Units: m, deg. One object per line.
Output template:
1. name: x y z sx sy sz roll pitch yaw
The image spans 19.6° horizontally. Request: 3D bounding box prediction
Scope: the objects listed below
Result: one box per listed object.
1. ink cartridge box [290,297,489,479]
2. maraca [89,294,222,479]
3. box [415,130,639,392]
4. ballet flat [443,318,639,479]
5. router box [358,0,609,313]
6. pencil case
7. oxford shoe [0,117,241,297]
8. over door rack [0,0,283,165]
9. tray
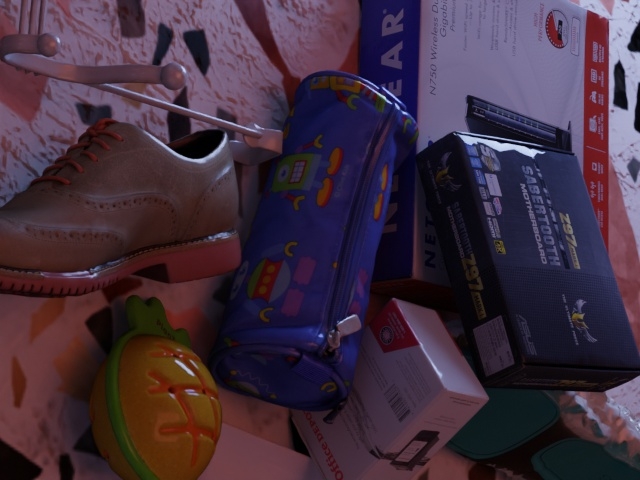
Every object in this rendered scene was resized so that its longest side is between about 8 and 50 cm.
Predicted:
1. ink cartridge box: 0.057 0.143 1.610 0.063 0.150 0.109 16 35 -45
2. maraca: -0.130 0.123 1.485 0.127 0.099 0.185 55 23 -34
3. box: 0.193 0.022 1.696 0.183 0.059 0.232 8 61 -45
4. ballet flat: 0.201 0.160 1.817 0.409 0.147 0.147 36 58 -39
5. router box: 0.166 -0.092 1.834 0.301 0.082 0.335 14 73 -44
6. pencil case: 0.000 0.000 1.611 0.119 0.133 0.306 35 59 -33
7. oxford shoe: -0.191 -0.029 1.415 0.348 0.123 0.130 -9 104 -57
8. over door rack: -0.116 -0.220 1.523 0.324 0.108 0.239 20 69 -51
9. tray: -0.025 0.260 1.612 0.270 0.030 0.145 28 65 -40
